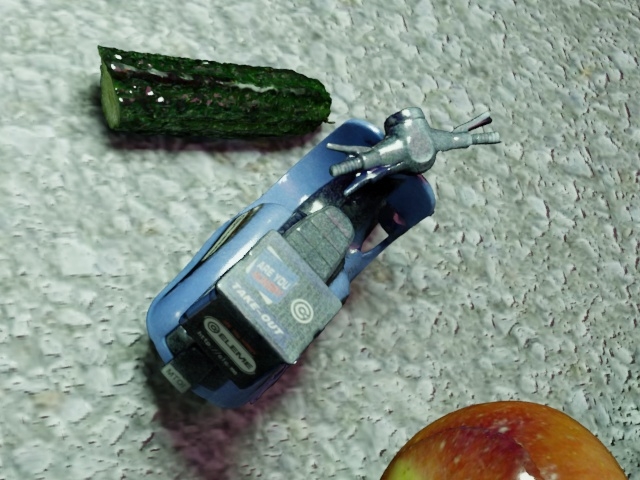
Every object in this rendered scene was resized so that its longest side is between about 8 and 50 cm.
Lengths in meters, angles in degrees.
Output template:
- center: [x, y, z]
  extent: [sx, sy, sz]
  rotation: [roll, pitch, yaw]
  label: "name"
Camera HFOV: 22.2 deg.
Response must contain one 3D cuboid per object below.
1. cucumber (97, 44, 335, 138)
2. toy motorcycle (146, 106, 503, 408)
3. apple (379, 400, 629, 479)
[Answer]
- center: [-0.087, -0.126, 1.436]
  extent: [0.265, 0.077, 0.077]
  rotation: [0, 67, -37]
  label: "cucumber"
- center: [0.000, 0.000, 1.342]
  extent: [0.125, 0.212, 0.358]
  rotation: [48, 48, -6]
  label: "toy motorcycle"
- center: [0.152, 0.267, 1.295]
  extent: [0.206, 0.251, 0.272]
  rotation: [8, 41, -45]
  label: "apple"
